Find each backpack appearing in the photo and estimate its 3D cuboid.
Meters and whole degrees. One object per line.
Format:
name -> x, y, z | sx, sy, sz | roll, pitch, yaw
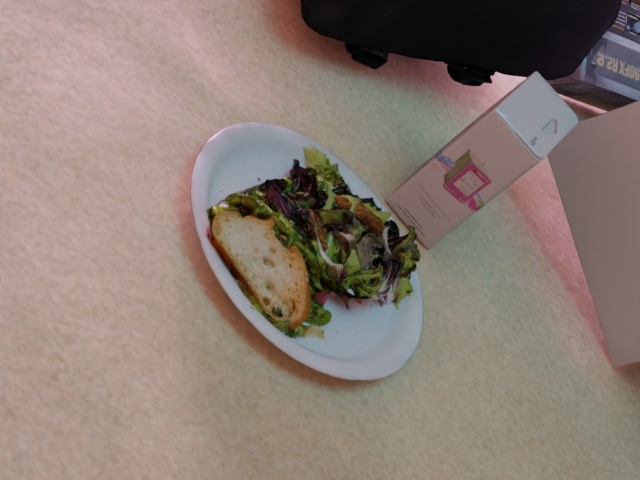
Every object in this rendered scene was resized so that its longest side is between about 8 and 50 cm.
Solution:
backpack -> 0.084, -0.335, 1.379 | 0.290, 0.273, 0.355 | 8, 41, -35

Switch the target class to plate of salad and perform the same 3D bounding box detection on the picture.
plate of salad -> 0.000, 0.000, 1.139 | 0.200, 0.048, 0.200 | 28, 42, -28

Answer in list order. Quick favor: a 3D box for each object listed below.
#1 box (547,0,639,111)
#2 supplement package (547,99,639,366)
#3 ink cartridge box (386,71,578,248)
box -> 0.299, -0.203, 1.560 | 0.231, 0.056, 0.183 | 13, 80, -39
supplement package -> 0.349, -0.037, 1.381 | 0.263, 0.198, 0.199 | -16, 88, -52
ink cartridge box -> 0.119, -0.060, 1.253 | 0.052, 0.122, 0.088 | 50, 36, -2
